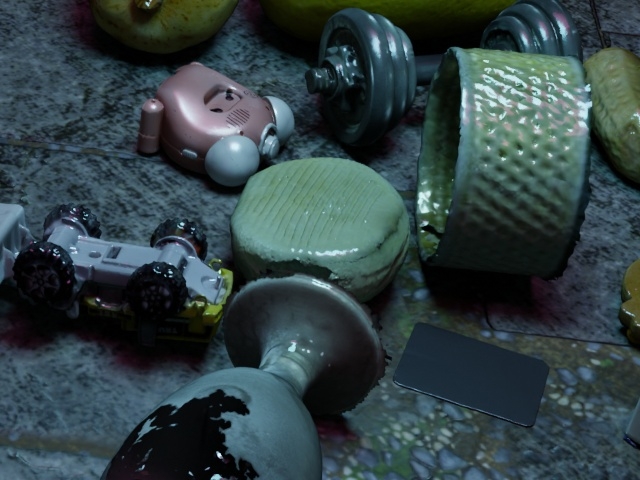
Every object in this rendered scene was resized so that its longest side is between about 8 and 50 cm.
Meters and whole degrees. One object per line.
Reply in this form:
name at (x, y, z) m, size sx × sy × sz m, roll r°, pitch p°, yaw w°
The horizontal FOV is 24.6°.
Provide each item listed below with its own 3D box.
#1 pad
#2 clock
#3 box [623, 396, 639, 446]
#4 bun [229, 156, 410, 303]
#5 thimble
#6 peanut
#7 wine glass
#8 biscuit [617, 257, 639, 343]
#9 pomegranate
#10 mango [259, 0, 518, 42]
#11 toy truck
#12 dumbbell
pad at (0.165, 0.143, 1.591) m, size 0.157 × 0.003 × 0.112 m, roll 18°, pitch 38°, yaw 9°
clock at (-0.124, -0.147, 1.821) m, size 0.162 × 0.092 × 0.166 m, roll 25°, pitch 39°, yaw 12°
box at (0.448, 0.205, 1.479) m, size 0.269 × 0.135 × 0.079 m, roll 34°, pitch 39°, yaw 26°
bun at (0.001, -0.002, 1.654) m, size 0.221 × 0.108 × 0.221 m, roll 0°, pitch 37°, yaw 0°
thimble at (0.205, -0.089, 1.687) m, size 0.150 × 0.270 × 0.270 m, roll 5°, pitch 38°, yaw -6°
peanut at (0.417, -0.165, 1.969) m, size 0.110 × 0.120 × 0.236 m, roll -21°, pitch 48°, yaw 4°
wine glass at (-0.068, 0.185, 1.336) m, size 0.191 × 0.190 × 0.357 m, roll 20°, pitch 33°, yaw 11°
biscuit at (0.419, 0.085, 1.696) m, size 0.170 × 0.050 × 0.170 m, roll 3°, pitch 44°, yaw -3°
pomegranate at (-0.214, -0.356, 1.966) m, size 0.215 × 0.215 × 0.215 m, roll 7°, pitch 38°, yaw -5°
mango at (0.123, -0.385, 2.060) m, size 0.445 × 0.220 × 0.301 m, roll -2°, pitch 7°, yaw -7°
toy truck at (-0.235, 0.036, 1.539) m, size 0.286 × 0.111 × 0.136 m, roll 11°, pitch 27°, yaw 3°
dumbbell at (0.169, -0.227, 1.925) m, size 0.406 × 0.179 × 0.179 m, roll -9°, pitch 42°, yaw -24°
